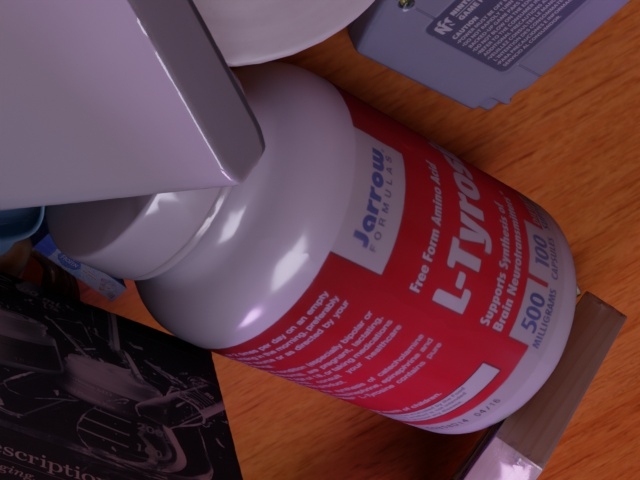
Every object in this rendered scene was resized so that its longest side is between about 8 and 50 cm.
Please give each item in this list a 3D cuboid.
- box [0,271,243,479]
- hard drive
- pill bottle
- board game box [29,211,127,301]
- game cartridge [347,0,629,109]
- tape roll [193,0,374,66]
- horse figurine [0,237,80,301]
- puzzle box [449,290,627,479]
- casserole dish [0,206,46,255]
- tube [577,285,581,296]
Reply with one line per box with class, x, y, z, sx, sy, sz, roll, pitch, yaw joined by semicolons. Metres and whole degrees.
box;-0.242;0.149;0.812;0.343;0.312;0.178;23;103;-19
hard drive;-0.225;-0.119;0.730;0.353;0.047;0.233;-4;127;37
pill bottle;0.000;0.000;0.993;0.408;0.229;0.229;25;113;-38
board game box;-0.200;-0.004;0.991;0.020;0.090;0.090;-41;133;8
game cartridge;0.166;-0.229;0.959;0.196;0.060;0.294;17;134;-41
tape roll;-0.072;-0.249;0.762;0.286;0.100;0.286;-3;98;-20
horse figurine;-0.301;0.026;0.961;0.263;0.066;0.174;10;98;-17
puzzle box;0.150;0.262;1.251;0.272;0.052;0.409;-44;165;-52
casserole dish;-0.252;-0.081;0.889;0.114;0.037;0.188;-4;108;13
tube;0.148;0.094;1.260;0.240;0.062;0.070;-32;95;9
